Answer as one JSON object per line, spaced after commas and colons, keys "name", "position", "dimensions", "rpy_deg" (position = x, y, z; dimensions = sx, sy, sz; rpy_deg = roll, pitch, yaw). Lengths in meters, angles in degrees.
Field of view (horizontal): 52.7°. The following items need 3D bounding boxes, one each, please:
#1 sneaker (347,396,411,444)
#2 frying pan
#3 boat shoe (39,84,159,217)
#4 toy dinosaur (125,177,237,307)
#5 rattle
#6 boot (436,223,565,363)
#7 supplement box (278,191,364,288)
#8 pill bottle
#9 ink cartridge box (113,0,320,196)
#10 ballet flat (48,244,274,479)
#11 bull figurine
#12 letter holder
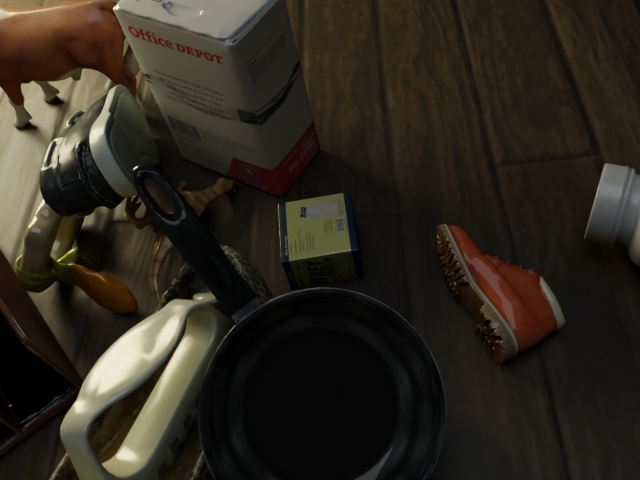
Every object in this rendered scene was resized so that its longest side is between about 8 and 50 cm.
{"name": "sneaker", "position": [0.024, 0.155, 0.594], "dimensions": [0.170, 0.063, 0.075], "rpy_deg": [-26, 59, -2]}
{"name": "frying pan", "position": [-0.053, 0.104, 0.521], "dimensions": [0.326, 0.053, 0.197], "rpy_deg": [30, 82, 0]}
{"name": "boat shoe", "position": [-0.259, -0.111, 0.768], "dimensions": [0.091, 0.114, 0.302], "rpy_deg": [-25, 18, 1]}
{"name": "toy dinosaur", "position": [-0.176, -0.015, 0.761], "dimensions": [0.112, 0.064, 0.211], "rpy_deg": [18, 60, 21]}
{"name": "rattle", "position": [-0.269, -0.015, 0.780], "dimensions": [0.142, 0.130, 0.200], "rpy_deg": [3, 27, 1]}
{"name": "boot", "position": [0.178, 0.040, 0.657], "dimensions": [0.084, 0.059, 0.158], "rpy_deg": [-23, 61, -9]}
{"name": "supplement box", "position": [0.000, 0.000, 0.718], "dimensions": [0.083, 0.056, 0.083], "rpy_deg": [-9, 53, 5]}
{"name": "pill bottle", "position": [0.359, -0.017, 0.626], "dimensions": [0.180, 0.108, 0.108], "rpy_deg": [15, 59, 22]}
{"name": "ink cartridge box", "position": [-0.112, -0.184, 0.763], "dimensions": [0.172, 0.237, 0.100], "rpy_deg": [23, 62, 25]}
{"name": "ballet flat", "position": [-0.171, 0.203, 0.525], "dimensions": [0.164, 0.182, 0.483], "rpy_deg": [13, 58, 18]}
{"name": "bull figurine", "position": [-0.399, -0.260, 0.908], "dimensions": [0.310, 0.188, 0.101], "rpy_deg": [0, 54, 12]}
{"name": "letter holder", "position": [-0.412, 0.058, 0.660], "dimensions": [0.152, 0.214, 0.302], "rpy_deg": [-37, 55, -16]}
